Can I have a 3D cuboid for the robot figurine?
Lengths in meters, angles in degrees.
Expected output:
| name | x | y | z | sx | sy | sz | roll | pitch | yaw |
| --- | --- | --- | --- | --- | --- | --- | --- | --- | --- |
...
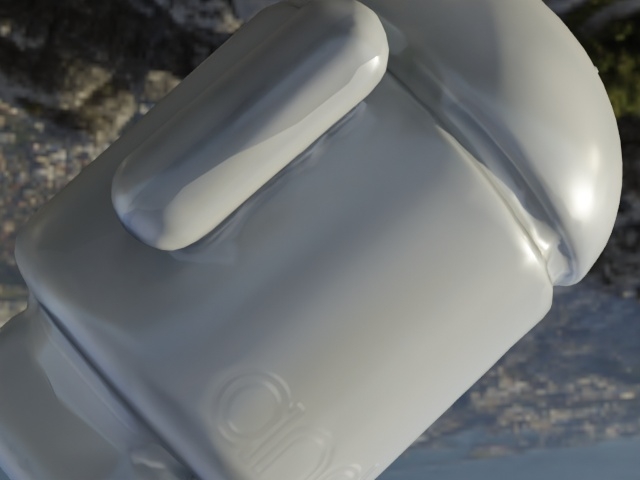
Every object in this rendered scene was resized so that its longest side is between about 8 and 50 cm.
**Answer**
| name | x | y | z | sx | sy | sz | roll | pitch | yaw |
| --- | --- | --- | --- | --- | --- | --- | --- | --- | --- |
| robot figurine | 0.000 | 0.000 | 0.636 | 0.353 | 0.200 | 0.300 | -43 | 159 | -6 |
